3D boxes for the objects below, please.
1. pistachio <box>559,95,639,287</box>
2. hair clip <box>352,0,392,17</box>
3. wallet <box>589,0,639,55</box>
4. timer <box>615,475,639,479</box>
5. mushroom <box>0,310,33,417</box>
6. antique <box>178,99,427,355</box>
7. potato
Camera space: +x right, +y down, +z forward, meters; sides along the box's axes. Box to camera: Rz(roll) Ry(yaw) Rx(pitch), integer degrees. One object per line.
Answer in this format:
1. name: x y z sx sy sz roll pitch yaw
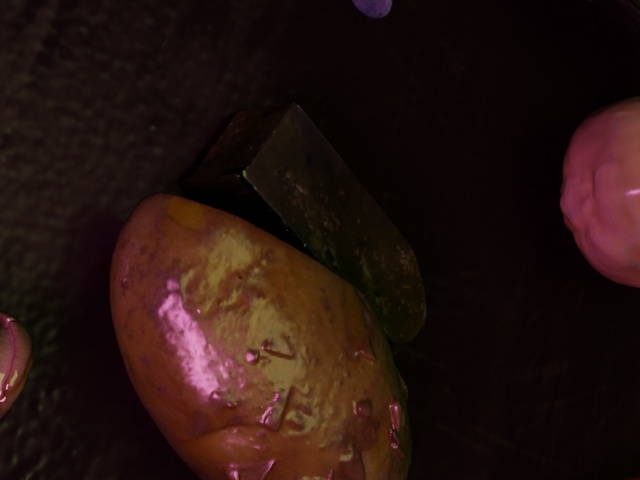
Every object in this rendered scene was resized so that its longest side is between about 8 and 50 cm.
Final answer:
1. pistachio: 0.347 -0.052 1.178 0.299 0.187 0.187 -10 92 -46
2. hair clip: -0.040 -0.282 0.964 0.275 0.048 0.083 29 69 -30
3. wallet: 0.277 -0.249 1.158 0.317 0.169 0.044 34 101 -34
4. timer: 0.308 0.329 1.075 0.215 0.230 0.229 43 60 -26
5. mushroom: -0.279 0.031 0.682 0.096 0.108 0.247 -43 119 10
6. antique: 0.000 0.000 0.938 0.221 0.081 0.080 48 59 -27
7. potato: -0.037 0.090 0.854 0.176 0.141 0.298 -49 117 -36
